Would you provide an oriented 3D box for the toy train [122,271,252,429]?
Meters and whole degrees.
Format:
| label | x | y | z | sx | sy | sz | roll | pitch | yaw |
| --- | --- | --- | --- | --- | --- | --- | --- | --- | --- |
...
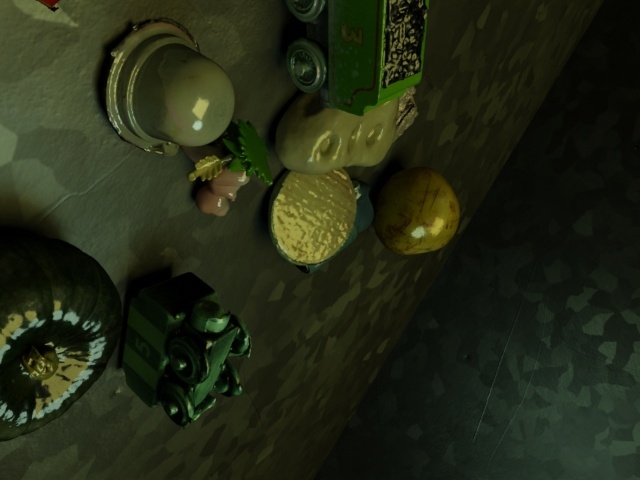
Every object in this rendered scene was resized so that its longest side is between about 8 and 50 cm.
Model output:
| label | x | y | z | sx | sy | sz | roll | pitch | yaw |
| --- | --- | --- | --- | --- | --- | --- | --- | --- | --- |
| toy train | -0.269 | 0.218 | 1.094 | 0.166 | 0.238 | 0.299 | -22 | 139 | -51 |

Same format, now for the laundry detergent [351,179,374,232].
| label | x | y | z | sx | sy | sz | roll | pitch | yaw |
| --- | --- | --- | --- | --- | --- | --- | --- | --- | --- |
| laundry detergent | 0.106 | -0.107 | 1.588 | 0.096 | 0.061 | 0.206 | -41 | 149 | -15 |

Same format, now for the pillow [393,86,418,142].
| label | x | y | z | sx | sy | sz | roll | pitch | yaw |
| --- | --- | --- | --- | --- | --- | --- | --- | --- | --- |
| pillow | 0.215 | -0.371 | 1.502 | 0.135 | 0.049 | 0.248 | -50 | 150 | -6 |

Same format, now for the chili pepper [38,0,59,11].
| label | x | y | z | sx | sy | sz | roll | pitch | yaw |
| --- | --- | --- | --- | --- | --- | --- | --- | --- | --- |
| chili pepper | -0.344 | -0.327 | 0.577 | 0.169 | 0.065 | 0.088 | 18 | 102 | -59 |

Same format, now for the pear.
| label | x | y | z | sx | sy | sz | roll | pitch | yaw |
| --- | --- | --- | --- | --- | --- | --- | --- | --- | --- |
| pear | 0.296 | -0.089 | 1.710 | 0.280 | 0.280 | 0.281 | -41 | 149 | -31 |

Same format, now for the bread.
| label | x | y | z | sx | sy | sz | roll | pitch | yaw |
| --- | --- | --- | --- | --- | --- | --- | --- | --- | --- |
| bread | -0.020 | -0.068 | 1.330 | 0.266 | 0.040 | 0.267 | -10 | 106 | -36 |

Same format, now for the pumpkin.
| label | x | y | z | sx | sy | sz | roll | pitch | yaw |
| --- | --- | --- | --- | --- | --- | --- | --- | --- | --- |
| pumpkin | -0.423 | 0.136 | 0.775 | 0.300 | 0.207 | 0.300 | -39 | 141 | -42 |

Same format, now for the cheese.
| label | x | y | z | sx | sy | sz | roll | pitch | yaw |
| --- | --- | --- | --- | --- | --- | --- | --- | --- | --- |
| cheese | 0.059 | -0.247 | 1.273 | 0.351 | 0.129 | 0.328 | -53 | 153 | -11 |

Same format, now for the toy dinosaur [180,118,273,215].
| label | x | y | z | sx | sy | sz | roll | pitch | yaw |
| --- | --- | --- | --- | --- | --- | --- | --- | --- | --- |
| toy dinosaur | -0.188 | -0.138 | 1.019 | 0.177 | 0.152 | 0.194 | -24 | 152 | 18 |

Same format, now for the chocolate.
| label | x | y | z | sx | sy | sz | roll | pitch | yaw |
| --- | --- | --- | --- | --- | --- | --- | --- | --- | --- |
| chocolate | -0.210 | -0.209 | 0.837 | 0.221 | 0.147 | 0.221 | -44 | 155 | -27 |

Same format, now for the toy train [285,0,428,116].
| label | x | y | z | sx | sy | sz | roll | pitch | yaw |
| --- | --- | --- | --- | --- | --- | --- | --- | --- | --- |
| toy train | 0.066 | -0.383 | 0.987 | 0.173 | 0.248 | 0.307 | -32 | 136 | -37 |

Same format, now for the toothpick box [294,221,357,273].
| label | x | y | z | sx | sy | sz | roll | pitch | yaw |
| --- | --- | --- | --- | --- | --- | --- | --- | --- | --- |
| toothpick box | 0.000 | 0.000 | 1.457 | 0.184 | 0.120 | 0.120 | -41 | 150 | -23 |
